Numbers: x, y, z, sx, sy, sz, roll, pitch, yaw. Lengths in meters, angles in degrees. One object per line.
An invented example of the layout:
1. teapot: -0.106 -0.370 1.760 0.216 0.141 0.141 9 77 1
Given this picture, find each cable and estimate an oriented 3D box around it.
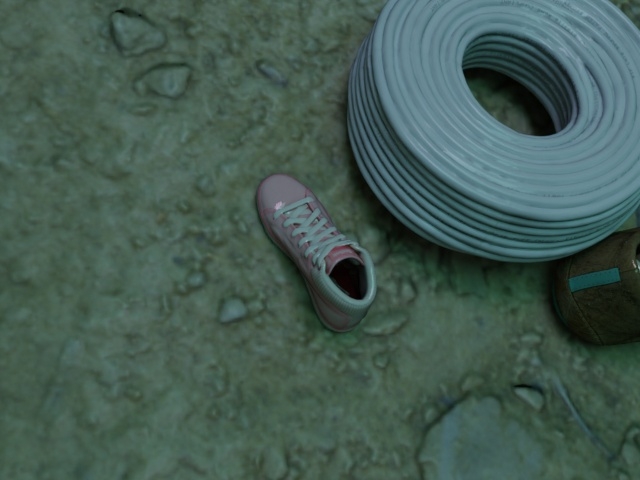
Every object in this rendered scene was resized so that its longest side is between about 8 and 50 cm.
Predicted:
1. cable: 0.150 -0.106 0.725 0.257 0.089 0.257 21 59 -4

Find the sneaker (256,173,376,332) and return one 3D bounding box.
1. sneaker: 0.000 0.000 0.675 0.051 0.070 0.134 -25 80 -20

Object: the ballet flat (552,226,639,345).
1. ballet flat: 0.358 0.016 0.746 0.342 0.124 0.116 -4 75 -18
